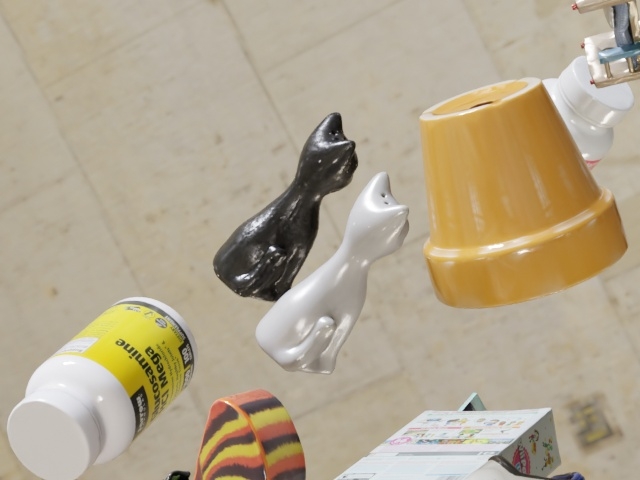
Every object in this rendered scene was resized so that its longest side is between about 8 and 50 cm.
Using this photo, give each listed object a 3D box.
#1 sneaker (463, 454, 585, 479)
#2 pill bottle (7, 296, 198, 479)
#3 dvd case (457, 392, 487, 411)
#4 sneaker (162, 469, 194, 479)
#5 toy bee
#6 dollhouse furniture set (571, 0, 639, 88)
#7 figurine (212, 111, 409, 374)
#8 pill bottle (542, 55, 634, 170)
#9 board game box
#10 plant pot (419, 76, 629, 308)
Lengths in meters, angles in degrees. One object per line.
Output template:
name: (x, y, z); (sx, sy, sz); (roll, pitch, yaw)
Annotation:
sneaker: (0.275, 0.375, 1.608); (0.315, 0.182, 0.127); (50, 160, 2)
pill bottle: (-0.343, 0.236, 2.153); (0.188, 0.188, 0.334); (61, -150, -11)
dvd case: (0.306, 0.371, 2.670); (0.087, 0.013, 0.119); (-42, -67, -32)
sneaker: (-0.217, 0.385, 2.050); (0.067, 0.188, 0.078); (-4, -99, -42)
toy bee: (-0.069, 0.288, 1.227); (0.162, 0.195, 0.298); (41, 142, 29)
dollhouse furniture set: (0.320, -0.179, 1.314); (0.129, 0.129, 0.183); (61, -160, -52)
figurine: (0.000, 0.000, 1.367); (0.092, 0.209, 0.215); (20, -160, -34)
pill bottle: (0.409, -0.175, 2.428); (0.176, 0.318, 0.176); (20, -136, -20)
board game box: (0.183, 0.335, 1.962); (0.303, 0.224, 0.097); (-25, -74, -54)
plant pot: (0.188, -0.057, 1.379); (0.205, 0.205, 0.187); (-66, -40, -73)
